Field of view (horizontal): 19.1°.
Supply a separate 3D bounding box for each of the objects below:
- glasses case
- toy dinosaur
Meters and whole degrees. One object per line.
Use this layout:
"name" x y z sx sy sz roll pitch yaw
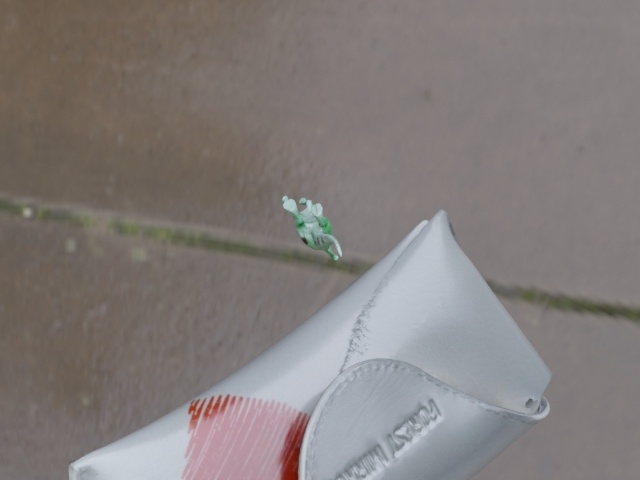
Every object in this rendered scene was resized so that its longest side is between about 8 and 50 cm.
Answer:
"glasses case" 0.009 0.099 0.973 0.308 0.083 0.128 -34 110 -36
"toy dinosaur" 0.000 0.000 1.160 0.021 0.062 0.083 -30 49 -1
